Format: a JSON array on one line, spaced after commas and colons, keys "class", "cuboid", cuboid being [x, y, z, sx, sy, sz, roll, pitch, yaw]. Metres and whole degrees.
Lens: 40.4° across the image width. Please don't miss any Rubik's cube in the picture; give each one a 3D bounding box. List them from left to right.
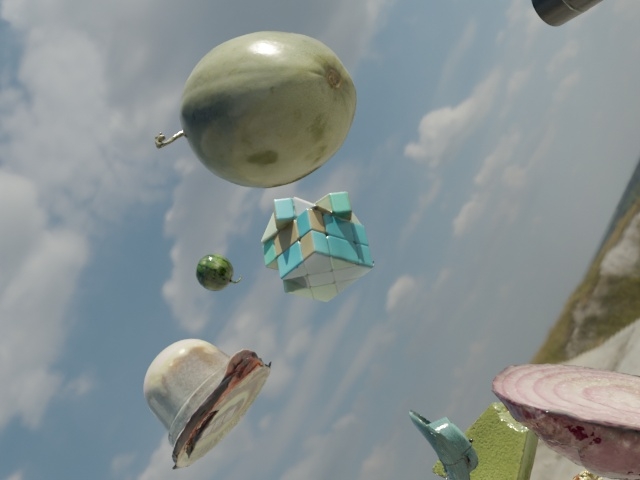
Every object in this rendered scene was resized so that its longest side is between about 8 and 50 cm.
[{"class": "Rubik's cube", "cuboid": [0.000, 0.000, 2.026, 0.265, 0.213, 0.224, 17, -42, -38]}]

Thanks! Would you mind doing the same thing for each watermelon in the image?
[{"class": "watermelon", "cuboid": [-0.266, 0.085, 2.209, 0.109, 0.109, 0.109, -55, -19, -28]}]

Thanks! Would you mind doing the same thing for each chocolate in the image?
[{"class": "chocolate", "cuboid": [-0.189, 0.220, 1.312, 0.221, 0.147, 0.221, -47, -12, -13]}]

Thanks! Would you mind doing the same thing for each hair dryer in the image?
[{"class": "hair dryer", "cuboid": [0.345, -0.420, 1.205, 0.071, 0.219, 0.124, 2, -17, -33]}]

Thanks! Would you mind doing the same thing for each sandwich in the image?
[{"class": "sandwich", "cuboid": [0.386, 0.474, 2.011, 0.063, 0.245, 0.212, 12, -90, -42]}]

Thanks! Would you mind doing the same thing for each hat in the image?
[{"class": "hat", "cuboid": [0.237, 0.370, 1.566, 0.078, 0.191, 0.138, -31, 1, -3]}]

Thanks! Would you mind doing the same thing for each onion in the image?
[{"class": "onion", "cuboid": [0.341, 0.240, 1.118, 0.250, 0.247, 0.111, -39, -47, -75]}]

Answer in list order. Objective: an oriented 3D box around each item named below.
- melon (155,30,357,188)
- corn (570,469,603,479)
[{"class": "melon", "cuboid": [-0.087, -0.210, 1.414, 0.271, 0.308, 0.272, -17, -63, -38]}, {"class": "corn", "cuboid": [0.509, 0.528, 1.743, 0.079, 0.079, 0.237, -53, -20, -33]}]
